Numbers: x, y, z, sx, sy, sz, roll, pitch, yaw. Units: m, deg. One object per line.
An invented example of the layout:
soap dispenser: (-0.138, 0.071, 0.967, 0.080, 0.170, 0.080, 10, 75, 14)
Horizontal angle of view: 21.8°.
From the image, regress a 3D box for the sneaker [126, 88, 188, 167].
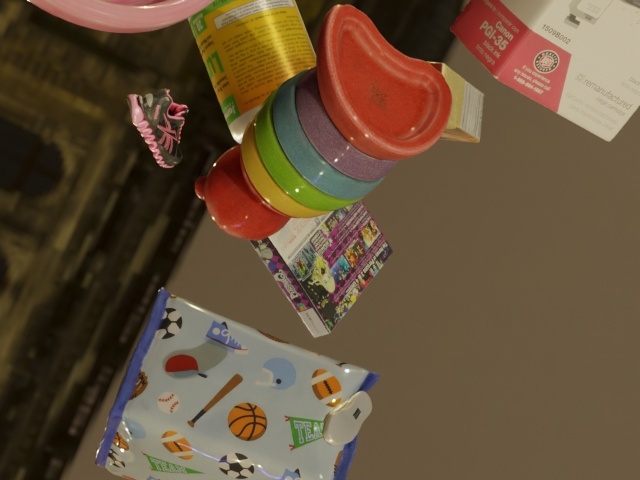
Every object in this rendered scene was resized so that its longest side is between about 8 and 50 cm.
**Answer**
sneaker: (-0.165, -0.123, 1.796, 0.057, 0.119, 0.047, -24, -123, 2)

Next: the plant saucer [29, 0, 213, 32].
plant saucer: (-0.210, -0.333, 1.451, 0.084, 0.332, 0.332, -20, -132, 48)

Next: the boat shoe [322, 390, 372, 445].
boat shoe: (0.021, 0.194, 1.782, 0.035, 0.035, 0.100, -25, -169, 31)

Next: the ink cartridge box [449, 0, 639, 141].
ink cartridge box: (0.311, -0.278, 1.796, 0.283, 0.207, 0.117, -53, -141, 17)

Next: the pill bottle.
pill bottle: (-0.066, -0.202, 2.103, 0.136, 0.136, 0.246, -30, -102, 54)

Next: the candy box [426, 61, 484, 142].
candy box: (0.131, -0.214, 2.541, 0.316, 0.183, 0.087, 9, 87, -74)

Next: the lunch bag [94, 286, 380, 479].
lunch bag: (-0.128, 0.264, 2.275, 0.385, 0.328, 0.239, 114, -2, -60)

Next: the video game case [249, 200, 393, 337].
video game case: (0.000, 0.000, 2.563, 0.042, 0.210, 0.232, -20, -159, 40)

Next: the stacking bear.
stacking bear: (-0.019, -0.097, 1.836, 0.289, 0.175, 0.164, -35, -150, 41)
